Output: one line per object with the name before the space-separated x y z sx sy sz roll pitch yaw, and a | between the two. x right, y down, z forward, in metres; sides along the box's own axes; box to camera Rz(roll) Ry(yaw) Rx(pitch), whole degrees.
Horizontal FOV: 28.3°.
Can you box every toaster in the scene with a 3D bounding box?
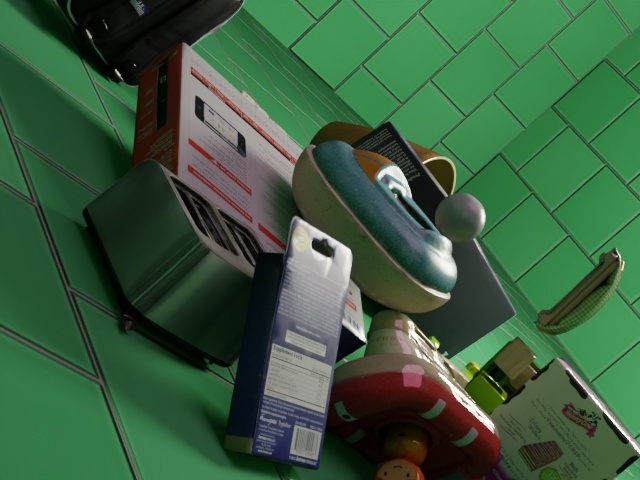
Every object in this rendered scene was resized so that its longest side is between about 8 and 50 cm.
toaster | -0.132 0.027 1.263 0.168 0.110 0.186 36 16 -45

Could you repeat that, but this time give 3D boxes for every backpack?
backpack | -0.242 -0.376 1.828 0.191 0.253 0.225 60 3 40

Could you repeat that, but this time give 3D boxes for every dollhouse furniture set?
dollhouse furniture set | 0.377 0.167 1.892 0.151 0.301 0.197 46 7 8

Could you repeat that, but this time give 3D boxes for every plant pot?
plant pot | 0.096 -0.126 2.523 0.254 0.237 0.237 37 5 28

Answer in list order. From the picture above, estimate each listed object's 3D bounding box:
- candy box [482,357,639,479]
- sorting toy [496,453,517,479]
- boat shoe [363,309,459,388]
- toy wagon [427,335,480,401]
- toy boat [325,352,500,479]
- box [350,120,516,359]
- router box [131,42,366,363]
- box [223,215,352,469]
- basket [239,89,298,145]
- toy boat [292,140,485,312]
candy box | 0.265 0.280 1.595 0.159 0.233 0.071 51 11 15
sorting toy | 0.238 0.379 1.469 0.365 0.126 0.127 49 5 33
boat shoe | 0.122 0.175 1.598 0.302 0.109 0.098 51 34 -59
toy wagon | 0.238 0.271 1.985 0.267 0.068 0.344 48 10 -1
toy boat | 0.092 0.233 1.417 0.231 0.151 0.151 42 41 -29
box | 0.163 0.007 2.203 0.296 0.182 0.294 54 4 -46
router box | -0.088 -0.042 1.576 0.335 0.082 0.301 41 27 -32
box | -0.027 0.100 1.223 0.036 0.225 0.136 4 -14 29
basket | -0.108 -0.143 2.003 0.167 0.103 0.113 46 11 -15
toy boat | 0.101 -0.025 1.599 0.267 0.148 0.318 51 14 25
